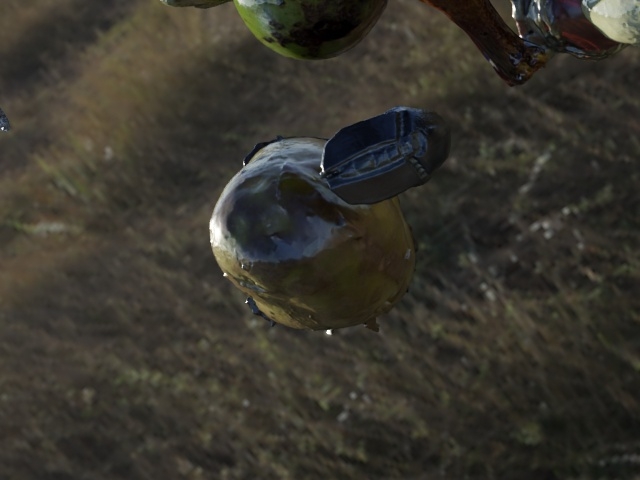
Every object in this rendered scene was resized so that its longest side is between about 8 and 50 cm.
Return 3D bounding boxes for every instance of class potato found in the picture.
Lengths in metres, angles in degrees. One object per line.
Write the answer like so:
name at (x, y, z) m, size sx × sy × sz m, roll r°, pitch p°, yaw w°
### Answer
potato at (0.000, 0.000, 2.001) m, size 0.288 × 0.301 × 0.237 m, roll -12°, pitch 4°, yaw -5°

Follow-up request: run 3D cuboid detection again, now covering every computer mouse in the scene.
computer mouse at (0.091, -0.110, 1.868) m, size 0.192 × 0.106 × 0.062 m, roll -23°, pitch 3°, yaw -27°

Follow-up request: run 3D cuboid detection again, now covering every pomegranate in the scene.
pomegranate at (-0.050, -0.368, 1.903) m, size 0.306 × 0.242 × 0.242 m, roll 24°, pitch 56°, yaw 18°

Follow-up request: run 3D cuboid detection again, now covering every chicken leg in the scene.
chicken leg at (0.090, -0.307, 1.632) m, size 0.096 × 0.407 × 0.158 m, roll -55°, pitch 7°, yaw -14°

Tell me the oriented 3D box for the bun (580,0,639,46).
bun at (0.391, -0.277, 1.566) m, size 0.229 × 0.145 × 0.229 m, roll -45°, pitch 7°, yaw 7°

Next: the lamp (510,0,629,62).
lamp at (0.343, -0.308, 1.842) m, size 0.223 × 0.215 × 0.151 m, roll -54°, pitch 35°, yaw 20°

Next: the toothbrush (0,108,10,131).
toothbrush at (-0.465, -0.258, 1.755) m, size 0.023 × 0.321 × 0.031 m, roll -39°, pitch 16°, yaw -13°
